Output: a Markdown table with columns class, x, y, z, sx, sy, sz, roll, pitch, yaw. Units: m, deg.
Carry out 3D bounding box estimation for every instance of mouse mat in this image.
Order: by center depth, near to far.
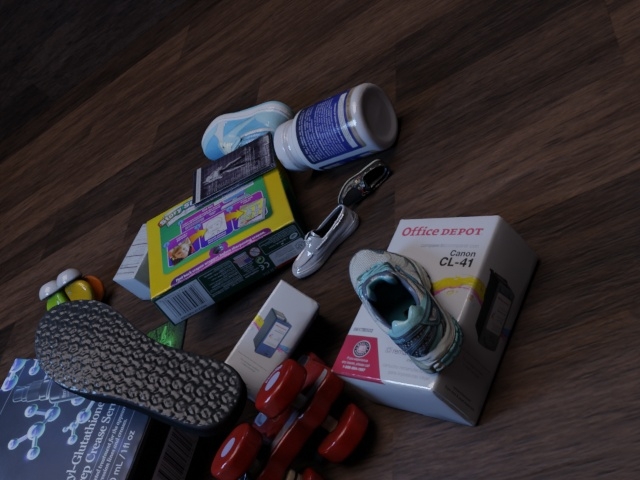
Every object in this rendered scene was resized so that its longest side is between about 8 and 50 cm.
| class | x | y | z | sx | sy | sz | roll | pitch | yaw |
| --- | --- | --- | --- | --- | --- | --- | --- | --- | --- |
| mouse mat | -0.379 | 0.267 | 1.896 | 0.152 | 0.007 | 0.190 | -29 | 39 | 27 |

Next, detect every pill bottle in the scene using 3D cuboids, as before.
| class | x | y | z | sx | sy | sz | roll | pitch | yaw |
| --- | --- | --- | --- | --- | --- | --- | --- | --- | --- |
| pill bottle | 0.030 | -0.244 | 1.806 | 0.264 | 0.153 | 0.153 | -15 | 46 | 39 |

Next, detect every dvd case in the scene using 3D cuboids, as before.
| class | x | y | z | sx | sy | sz | roll | pitch | yaw |
| --- | --- | --- | --- | --- | --- | --- | --- | --- | --- |
| dvd case | -0.209 | -0.170 | 1.919 | 0.221 | 0.018 | 0.164 | -26 | 33 | 10 |

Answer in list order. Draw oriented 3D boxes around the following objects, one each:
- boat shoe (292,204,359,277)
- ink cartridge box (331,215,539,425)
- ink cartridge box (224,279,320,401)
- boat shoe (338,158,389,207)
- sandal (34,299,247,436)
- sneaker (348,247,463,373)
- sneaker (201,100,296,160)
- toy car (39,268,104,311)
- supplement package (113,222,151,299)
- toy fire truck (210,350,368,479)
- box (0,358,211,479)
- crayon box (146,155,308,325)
| class | x | y | z | sx | sy | sz | roll | pitch | yaw |
| --- | --- | --- | --- | --- | --- | --- | --- | --- | --- |
| boat shoe | 0.000 | 0.000 | 1.678 | 0.184 | 0.063 | 0.066 | -42 | 34 | 10 |
| ink cartridge box | 0.185 | 0.120 | 1.292 | 0.226 | 0.131 | 0.306 | -1 | 58 | 48 |
| ink cartridge box | -0.094 | 0.193 | 1.507 | 0.212 | 0.093 | 0.154 | -54 | -6 | -11 |
| boat shoe | 0.091 | -0.119 | 1.705 | 0.133 | 0.049 | 0.042 | -43 | 26 | 1 |
| sandal | -0.332 | 0.242 | 1.431 | 0.445 | 0.107 | 0.167 | 21 | 60 | 23 |
| sneaker | 0.108 | 0.072 | 1.197 | 0.110 | 0.122 | 0.283 | -47 | 34 | 4 |
| sneaker | -0.220 | -0.236 | 2.108 | 0.319 | 0.127 | 0.208 | -18 | 43 | 39 |
| toy car | -0.681 | 0.162 | 2.242 | 0.182 | 0.159 | 0.136 | -31 | 3 | 26 |
| supplement package | -0.438 | 0.052 | 2.085 | 0.105 | 0.105 | 0.179 | -7 | 52 | 45 |
| toy fire truck | -0.070 | 0.334 | 1.370 | 0.302 | 0.169 | 0.254 | -54 | 10 | -9 |
| box | -0.446 | 0.405 | 1.547 | 0.395 | 0.212 | 0.293 | -4 | 50 | 24 |
| crayon box | -0.221 | -0.013 | 1.848 | 0.363 | 0.106 | 0.313 | -28 | 35 | 7 |
